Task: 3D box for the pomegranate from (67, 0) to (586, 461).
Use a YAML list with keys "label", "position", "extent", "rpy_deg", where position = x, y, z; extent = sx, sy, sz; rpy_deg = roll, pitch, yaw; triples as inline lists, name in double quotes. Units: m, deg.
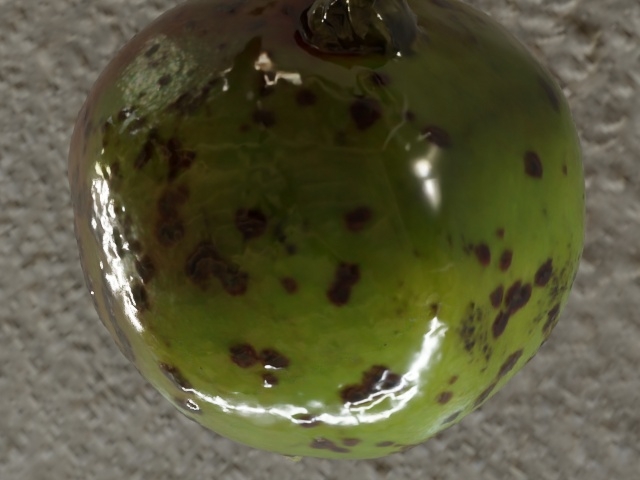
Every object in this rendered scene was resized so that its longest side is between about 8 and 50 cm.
- label: "pomegranate"
  position: [0.006, -0.007, 0.623]
  extent: [0.198, 0.246, 0.198]
  rpy_deg: [-2, 78, 10]
